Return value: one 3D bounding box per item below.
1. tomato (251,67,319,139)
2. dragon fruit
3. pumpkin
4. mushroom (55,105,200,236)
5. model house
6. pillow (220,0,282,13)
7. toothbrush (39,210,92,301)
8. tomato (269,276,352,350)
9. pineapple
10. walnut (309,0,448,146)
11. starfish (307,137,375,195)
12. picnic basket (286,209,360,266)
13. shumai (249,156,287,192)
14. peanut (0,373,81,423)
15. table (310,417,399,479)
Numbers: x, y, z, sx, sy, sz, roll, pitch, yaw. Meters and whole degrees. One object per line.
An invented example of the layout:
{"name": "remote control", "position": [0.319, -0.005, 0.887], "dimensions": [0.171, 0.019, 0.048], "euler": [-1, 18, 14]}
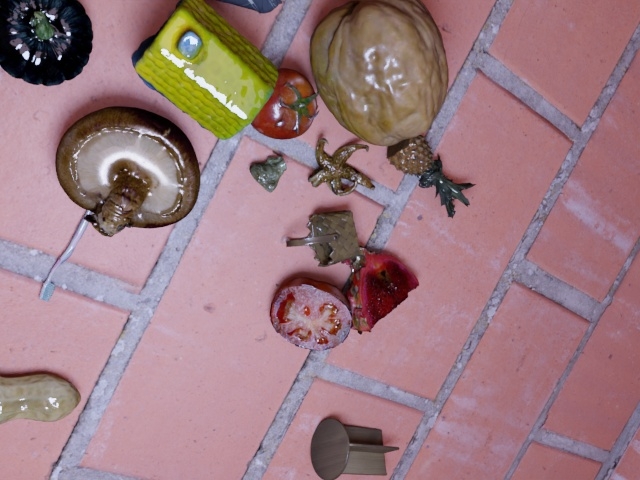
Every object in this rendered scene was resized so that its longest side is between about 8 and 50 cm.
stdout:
{"name": "tomato", "position": [-0.089, -0.308, 1.205], "dimensions": [0.167, 0.167, 0.167], "euler": [-6, 107, -21]}
{"name": "dragon fruit", "position": [0.129, 0.113, 1.437], "dimensions": [0.262, 0.134, 0.212], "euler": [-27, 98, -44]}
{"name": "pumpkin", "position": [-0.536, -0.394, 1.008], "dimensions": [0.194, 0.150, 0.194], "euler": [-26, 145, -20]}
{"name": "mushroom", "position": [-0.403, -0.142, 1.122], "dimensions": [0.297, 0.163, 0.278], "euler": [28, 84, -27]}
{"name": "model house", "position": [-0.233, -0.347, 1.062], "dimensions": [0.237, 0.303, 0.215], "euler": [37, 96, -27]}
{"name": "pillow", "position": [-0.234, -0.582, 1.095], "dimensions": [0.335, 0.092, 0.162], "euler": [7, 75, -22]}
{"name": "toothbrush", "position": [-0.560, 0.016, 1.174], "dimensions": [0.027, 0.021, 0.269], "euler": [28, 93, -4]}
{"name": "tomato", "position": [-0.018, 0.184, 1.374], "dimensions": [0.225, 0.085, 0.225], "euler": [6, 120, 10]}
{"name": "pineapple", "position": [0.301, -0.178, 1.416], "dimensions": [0.277, 0.130, 0.119], "euler": [35, 102, -28]}
{"name": "walnut", "position": [0.139, -0.375, 1.195], "dimensions": [0.306, 0.306, 0.344], "euler": [-41, 125, -7]}
{"name": "starfish", "position": [0.061, -0.185, 1.342], "dimensions": [0.189, 0.074, 0.146], "euler": [17, 99, -25]}
{"name": "picnic basket", "position": [0.000, 0.000, 1.336], "dimensions": [0.178, 0.128, 0.138], "euler": [-10, 88, -30]}
{"name": "shumai", "position": [-0.119, -0.169, 1.271], "dimensions": [0.080, 0.083, 0.082], "euler": [-41, 156, 14]}
{"name": "peanut", "position": [-0.678, 0.349, 1.163], "dimensions": [0.274, 0.125, 0.111], "euler": [6, 102, -23]}
{"name": "table", "position": [0.109, 0.622, 1.558], "dimensions": [0.226, 0.167, 0.167], "euler": [19, 97, -35]}
